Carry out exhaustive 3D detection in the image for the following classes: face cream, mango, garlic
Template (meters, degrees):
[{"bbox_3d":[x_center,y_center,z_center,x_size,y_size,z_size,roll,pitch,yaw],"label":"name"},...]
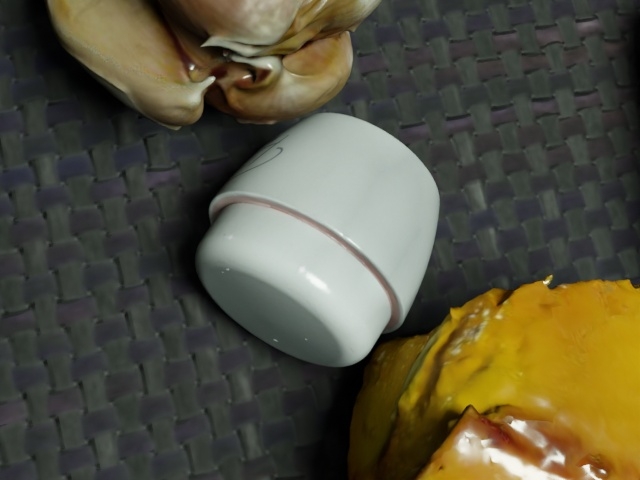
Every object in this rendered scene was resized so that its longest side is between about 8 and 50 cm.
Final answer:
[{"bbox_3d":[0.000,0.000,0.485,0.117,0.117,0.104,35,66,-7],"label":"face cream"},{"bbox_3d":[0.180,0.119,0.491,0.350,0.201,0.199,17,118,-22],"label":"mango"},{"bbox_3d":[-0.038,-0.162,0.450,0.160,0.214,0.191,-6,40,-47],"label":"garlic"}]
